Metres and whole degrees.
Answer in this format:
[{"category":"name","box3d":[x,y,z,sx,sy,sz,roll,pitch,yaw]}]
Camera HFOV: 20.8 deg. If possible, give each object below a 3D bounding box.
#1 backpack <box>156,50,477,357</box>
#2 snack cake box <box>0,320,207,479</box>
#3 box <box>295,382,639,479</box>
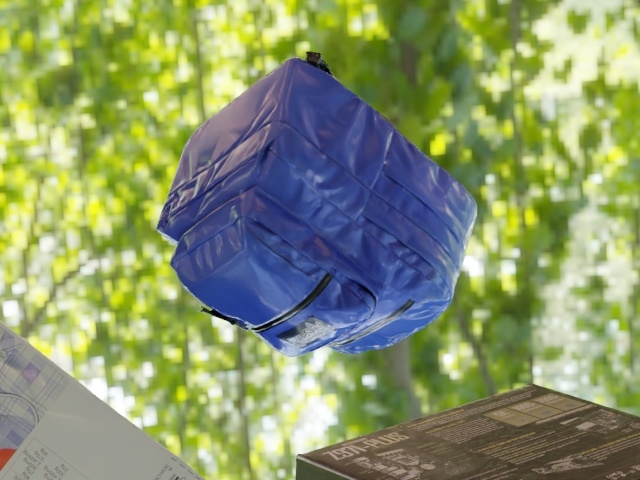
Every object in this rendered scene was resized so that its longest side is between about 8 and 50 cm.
[{"category":"backpack","box3d":[0.000,0.000,0.752,0.120,0.101,0.098,33,145,-24]},{"category":"snack cake box","box3d":[-0.180,0.104,0.769,0.152,0.264,0.089,-52,-172,-13]},{"category":"box","box3d":[0.100,0.144,0.904,0.180,0.077,0.147,-12,-163,-39]}]
